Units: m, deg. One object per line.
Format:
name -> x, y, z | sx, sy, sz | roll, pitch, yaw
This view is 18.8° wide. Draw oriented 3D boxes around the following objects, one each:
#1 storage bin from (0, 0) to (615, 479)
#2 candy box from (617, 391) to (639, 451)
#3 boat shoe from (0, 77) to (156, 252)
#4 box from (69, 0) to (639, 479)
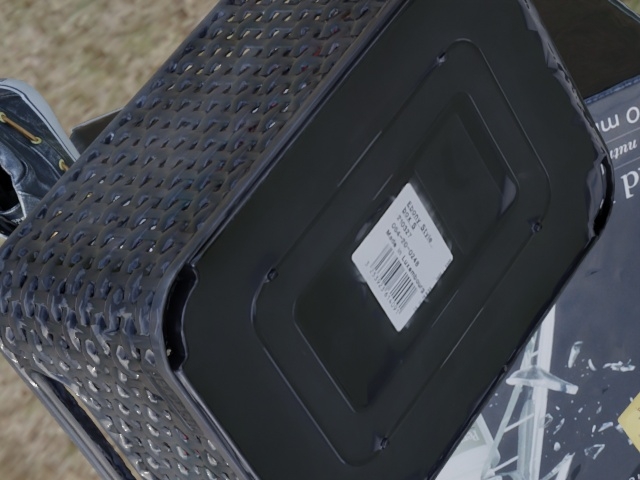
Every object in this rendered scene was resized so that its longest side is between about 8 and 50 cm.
storage bin -> 0.000, 0.000, 0.598 | 0.084, 0.180, 0.122 | 5, 137, 44
candy box -> 0.310, 0.154, 1.364 | 0.053, 0.187, 0.109 | -54, 47, 26
boat shoe -> -0.167, -0.011, 1.209 | 0.065, 0.083, 0.183 | -32, 105, 28
box -> 0.089, 0.059, 1.757 | 0.480, 0.297, 0.471 | -24, 127, -13
